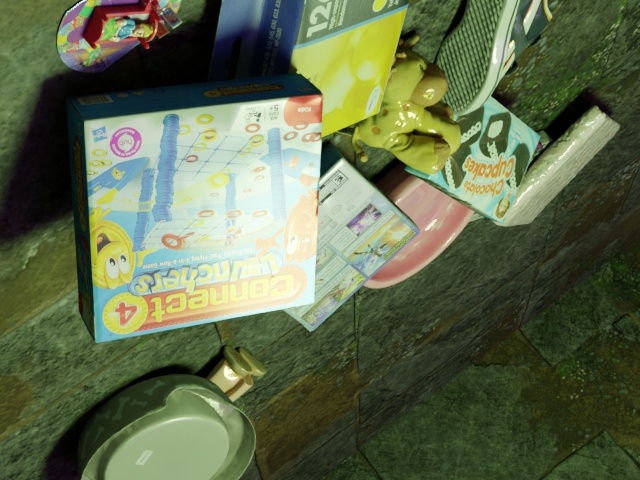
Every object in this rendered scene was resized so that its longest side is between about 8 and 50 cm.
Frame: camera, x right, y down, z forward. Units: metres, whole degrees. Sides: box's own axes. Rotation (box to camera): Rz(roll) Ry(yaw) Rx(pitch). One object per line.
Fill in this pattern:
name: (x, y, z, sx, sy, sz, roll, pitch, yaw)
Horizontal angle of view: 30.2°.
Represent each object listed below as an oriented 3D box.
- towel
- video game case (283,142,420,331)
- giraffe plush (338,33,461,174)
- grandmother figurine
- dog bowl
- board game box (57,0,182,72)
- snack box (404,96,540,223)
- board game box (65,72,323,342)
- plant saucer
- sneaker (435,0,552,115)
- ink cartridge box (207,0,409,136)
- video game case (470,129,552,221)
towel: (0.536, -0.165, 2.689, 0.332, 0.053, 0.317, -49, 166, 15)
video game case: (0.000, 0.000, 2.042, 0.269, 0.061, 0.244, -43, 130, 8)
giraffe plush: (0.133, -0.227, 1.865, 0.210, 0.181, 0.170, 5, 131, -13)
grandmother figurine: (-0.267, 0.360, 2.400, 0.342, 0.104, 0.208, -47, 149, 11)
dog bowl: (-0.302, 0.397, 2.267, 0.349, 0.102, 0.348, -17, 135, -18)
board game box: (-0.220, -0.247, 1.359, 0.169, 0.033, 0.133, -39, 159, -5)
snack box: (0.284, -0.161, 2.163, 0.322, 0.060, 0.187, 23, 90, -55)
board game box: (-0.155, -0.044, 1.507, 0.308, 0.086, 0.301, -10, 119, -22)
plant saucer: (0.176, -0.053, 2.304, 0.332, 0.084, 0.332, -33, 151, -21)
sneaker: (0.289, -0.334, 1.908, 0.127, 0.126, 0.321, -20, 150, -29)
ink cartridge box: (-0.011, -0.255, 1.578, 0.307, 0.072, 0.303, -30, 149, -37)
video game case: (0.376, -0.132, 2.570, 0.210, 0.042, 0.232, -17, 149, -49)
